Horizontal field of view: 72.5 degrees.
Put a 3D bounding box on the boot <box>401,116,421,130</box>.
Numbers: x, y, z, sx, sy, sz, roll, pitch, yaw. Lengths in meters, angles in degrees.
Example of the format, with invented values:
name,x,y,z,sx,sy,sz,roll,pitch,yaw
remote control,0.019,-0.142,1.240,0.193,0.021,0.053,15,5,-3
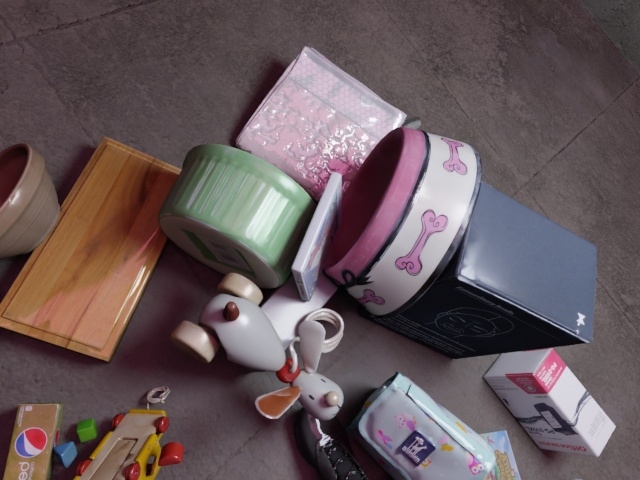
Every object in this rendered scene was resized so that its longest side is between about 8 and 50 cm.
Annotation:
name,x,y,z,sx,sy,sz,roll,pitch,yaw
boot,0.219,-0.221,1.206,0.246,0.083,0.161,-39,93,-19

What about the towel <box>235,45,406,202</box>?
name,x,y,z,sx,sy,sz,roll,pitch,yaw
towel,0.009,-0.274,1.096,0.332,0.053,0.317,33,85,-6

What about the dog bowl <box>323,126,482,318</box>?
name,x,y,z,sx,sy,sz,roll,pitch,yaw
dog bowl,0.143,-0.053,0.918,0.150,0.408,0.408,27,64,-12

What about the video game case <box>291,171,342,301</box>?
name,x,y,z,sx,sy,sz,roll,pitch,yaw
video game case,0.000,0.000,0.833,0.023,0.183,0.201,18,69,11

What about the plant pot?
name,x,y,z,sx,sy,sz,roll,pitch,yaw
plant pot,-0.559,-0.049,0.786,0.110,0.237,0.237,46,53,-46

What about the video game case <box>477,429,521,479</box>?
name,x,y,z,sx,sy,sz,roll,pitch,yaw
video game case,0.392,0.549,0.981,0.193,0.023,0.212,12,57,-36

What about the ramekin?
name,x,y,z,sx,sy,sz,roll,pitch,yaw
ramekin,-0.163,-0.031,0.859,0.303,0.303,0.148,30,67,-10

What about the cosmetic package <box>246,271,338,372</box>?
name,x,y,z,sx,sy,sz,roll,pitch,yaw
cosmetic package,-0.084,0.158,0.921,0.107,0.127,0.238,43,61,-4

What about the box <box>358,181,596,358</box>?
name,x,y,z,sx,sy,sz,roll,pitch,yaw
box,0.313,0.094,0.948,0.293,0.395,0.212,27,65,-12

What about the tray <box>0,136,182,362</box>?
name,x,y,z,sx,sy,sz,roll,pitch,yaw
tray,-0.425,0.009,0.869,0.202,0.076,0.411,23,64,-13

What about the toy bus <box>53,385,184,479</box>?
name,x,y,z,sx,sy,sz,roll,pitch,yaw
toy bus,-0.326,0.379,0.752,0.202,0.191,0.104,-19,116,-32

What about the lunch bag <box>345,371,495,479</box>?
name,x,y,z,sx,sy,sz,roll,pitch,yaw
lunch bag,0.185,0.378,0.845,0.223,0.262,0.160,41,61,15

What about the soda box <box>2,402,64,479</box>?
name,x,y,z,sx,sy,sz,roll,pitch,yaw
soda box,-0.482,0.368,0.728,0.061,0.058,0.181,7,70,-19

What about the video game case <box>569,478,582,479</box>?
name,x,y,z,sx,sy,sz,roll,pitch,yaw
video game case,0.579,0.716,1.045,0.206,0.026,0.227,0,73,-22

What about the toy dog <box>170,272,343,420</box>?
name,x,y,z,sx,sy,sz,roll,pitch,yaw
toy dog,-0.082,0.184,0.752,0.333,0.161,0.220,20,68,-16

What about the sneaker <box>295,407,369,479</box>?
name,x,y,z,sx,sy,sz,roll,pitch,yaw
sneaker,0.045,0.458,0.866,0.109,0.130,0.286,-24,81,-25

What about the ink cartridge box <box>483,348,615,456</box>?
name,x,y,z,sx,sy,sz,roll,pitch,yaw
ink cartridge box,0.551,0.391,1.063,0.100,0.172,0.237,-38,88,-27
